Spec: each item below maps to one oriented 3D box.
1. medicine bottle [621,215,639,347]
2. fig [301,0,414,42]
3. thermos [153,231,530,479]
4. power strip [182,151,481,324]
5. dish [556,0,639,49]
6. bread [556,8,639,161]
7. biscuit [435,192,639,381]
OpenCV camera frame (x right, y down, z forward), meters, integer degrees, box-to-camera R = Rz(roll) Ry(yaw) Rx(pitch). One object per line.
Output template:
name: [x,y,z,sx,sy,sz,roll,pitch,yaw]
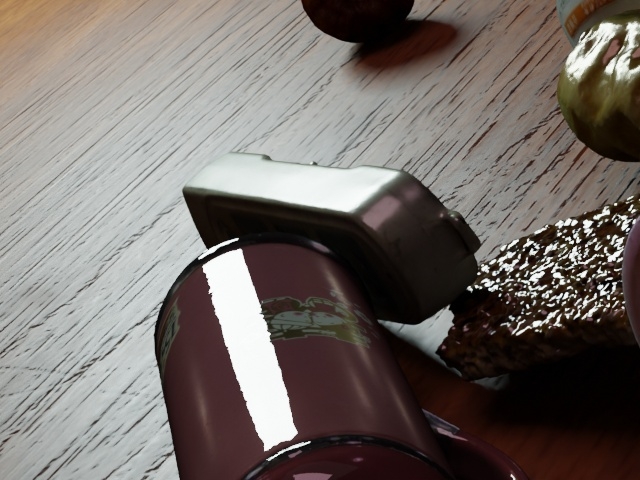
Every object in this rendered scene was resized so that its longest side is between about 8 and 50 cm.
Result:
medicine bottle: [0.250,-0.023,0.747,0.254,0.152,0.152,-38,24,-28]
fig: [0.031,-0.192,1.507,0.089,0.089,0.125,-24,-1,3]
thermos: [0.009,0.108,0.798,0.109,0.136,0.330,-51,19,10]
power strip: [0.002,-0.002,1.031,0.048,0.080,0.286,-39,18,-17]
dish: [0.238,-0.241,1.195,0.273,0.134,0.273,-35,8,6]
bread: [0.219,-0.074,0.983,0.098,0.087,0.269,-60,29,-8]
biscuit: [0.117,0.018,0.892,0.131,0.026,0.237,-37,9,-31]
